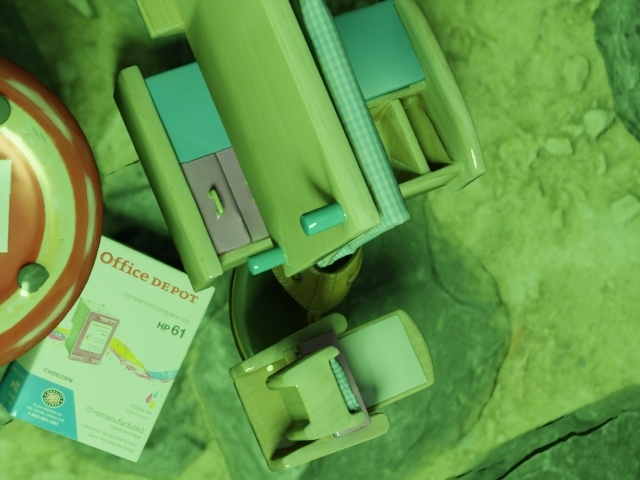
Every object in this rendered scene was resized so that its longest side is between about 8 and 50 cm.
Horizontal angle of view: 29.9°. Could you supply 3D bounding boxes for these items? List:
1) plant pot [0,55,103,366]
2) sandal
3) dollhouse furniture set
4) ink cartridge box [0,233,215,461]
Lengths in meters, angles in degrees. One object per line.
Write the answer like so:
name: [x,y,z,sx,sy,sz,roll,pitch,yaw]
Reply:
plant pot: [-0.215,-0.015,0.640,0.191,0.174,0.191,-4,99,-23]
sandal: [0.000,0.000,0.796,0.090,0.060,0.219,17,89,-24]
dollhouse furniture set: [0.038,-0.051,0.628,0.198,0.303,0.286,-22,84,-18]
ink cartridge box: [-0.134,0.063,0.748,0.088,0.052,0.122,26,83,-24]
